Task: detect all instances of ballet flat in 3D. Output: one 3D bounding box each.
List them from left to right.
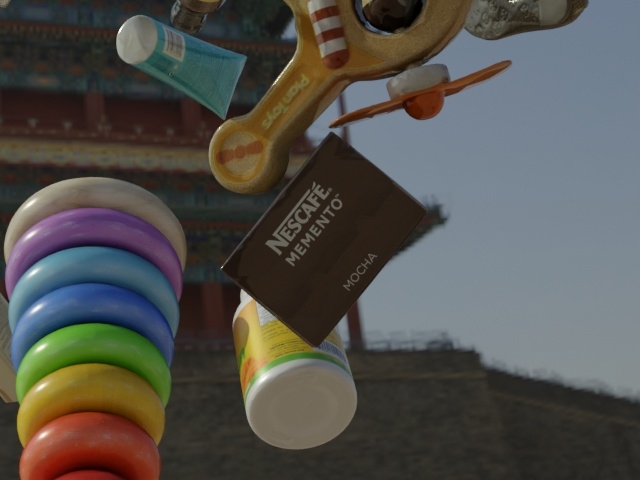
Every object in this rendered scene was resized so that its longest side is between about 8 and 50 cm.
[{"bbox_3d":[0.274,-0.319,1.556,0.058,0.084,0.250,-15,13,-27],"label":"ballet flat"}]

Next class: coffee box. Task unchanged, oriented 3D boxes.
[{"bbox_3d":[0.000,0.000,1.174,0.168,0.119,0.297,-50,1,-2],"label":"coffee box"}]

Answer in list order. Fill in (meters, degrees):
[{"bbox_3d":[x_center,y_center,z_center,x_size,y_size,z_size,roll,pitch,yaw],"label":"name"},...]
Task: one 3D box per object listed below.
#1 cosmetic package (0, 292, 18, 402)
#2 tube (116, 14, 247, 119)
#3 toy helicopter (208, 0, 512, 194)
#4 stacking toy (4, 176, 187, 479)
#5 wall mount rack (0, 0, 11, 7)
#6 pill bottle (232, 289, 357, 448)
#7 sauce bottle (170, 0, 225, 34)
[{"bbox_3d":[-0.343,0.116,1.236,0.041,0.060,0.115,-10,-52,22],"label":"cosmetic package"},{"bbox_3d":[-0.145,-0.195,1.274,0.052,0.080,0.207,26,4,27],"label":"tube"},{"bbox_3d":[0.025,-0.172,1.139,0.355,0.235,0.140,-48,-15,19],"label":"toy helicopter"},{"bbox_3d":[-0.160,0.105,0.784,0.141,0.330,0.141,-4,-49,-4],"label":"stacking toy"},{"bbox_3d":[-0.290,-0.343,1.038,0.131,0.304,0.350,27,-48,-16],"label":"wall mount rack"},{"bbox_3d":[-0.041,0.138,1.473,0.137,0.245,0.136,-5,-56,-8],"label":"pill bottle"},{"bbox_3d":[-0.212,-0.496,2.127,0.112,0.111,0.344,2,-21,-21],"label":"sauce bottle"}]
